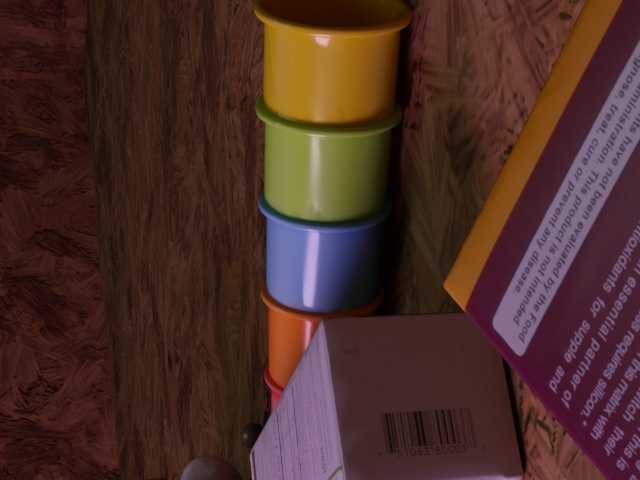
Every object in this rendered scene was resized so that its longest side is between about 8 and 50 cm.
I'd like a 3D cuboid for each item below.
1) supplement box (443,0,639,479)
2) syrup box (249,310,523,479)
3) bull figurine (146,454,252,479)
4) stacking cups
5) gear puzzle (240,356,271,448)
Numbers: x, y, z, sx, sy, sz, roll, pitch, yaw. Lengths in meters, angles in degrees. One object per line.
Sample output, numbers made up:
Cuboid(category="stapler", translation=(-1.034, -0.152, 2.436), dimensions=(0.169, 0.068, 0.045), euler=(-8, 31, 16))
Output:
Cuboid(category="supplement box", translation=(0.122, 0.027, 0.299), dimensions=(0.188, 0.081, 0.104), euler=(51, 131, 38))
Cuboid(category="syrup box", translation=(0.027, 0.125, 0.845), dimensions=(0.237, 0.093, 0.096), euler=(115, 150, -62))
Cuboid(category="bull figurine", translation=(-0.061, 0.275, 1.074), dimensions=(0.310, 0.101, 0.188), euler=(-146, 49, -75))
Cuboid(category="stacking cups", translation=(0.000, 0.000, 0.963), dimensions=(0.096, 0.096, 0.316), euler=(-115, 25, -59))
Cuboid(category="gear puzzle", translation=(-0.012, 0.231, 1.134), dimensions=(0.339, 0.044, 0.175), euler=(-107, 20, -48))
